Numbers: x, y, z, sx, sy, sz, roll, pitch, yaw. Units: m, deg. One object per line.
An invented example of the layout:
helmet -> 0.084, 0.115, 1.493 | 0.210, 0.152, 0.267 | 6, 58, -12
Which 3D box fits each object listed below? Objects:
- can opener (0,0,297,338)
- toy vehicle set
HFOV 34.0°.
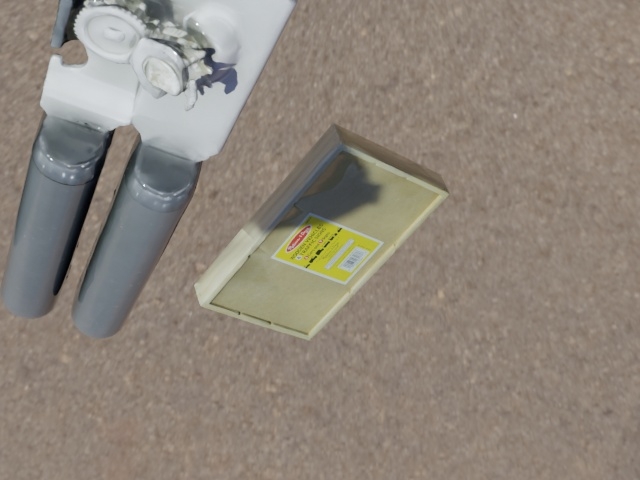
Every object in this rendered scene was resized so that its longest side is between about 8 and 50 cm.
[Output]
can opener -> -0.081, -0.044, 0.443 | 0.074, 0.093, 0.280 | 19, 143, -12
toy vehicle set -> 0.000, 0.000, 1.194 | 0.166, 0.035, 0.267 | 22, 122, -36
